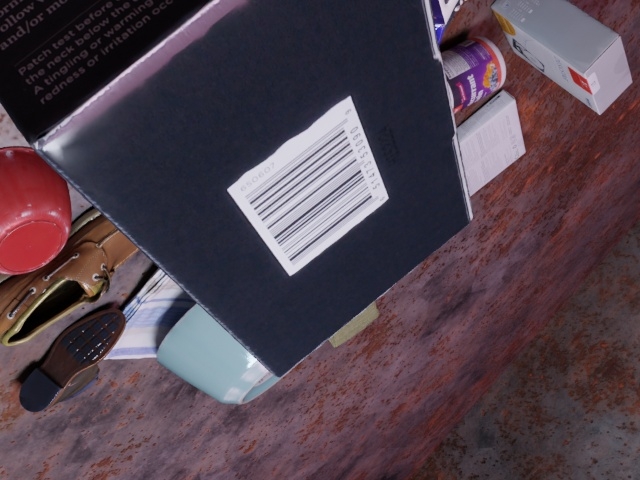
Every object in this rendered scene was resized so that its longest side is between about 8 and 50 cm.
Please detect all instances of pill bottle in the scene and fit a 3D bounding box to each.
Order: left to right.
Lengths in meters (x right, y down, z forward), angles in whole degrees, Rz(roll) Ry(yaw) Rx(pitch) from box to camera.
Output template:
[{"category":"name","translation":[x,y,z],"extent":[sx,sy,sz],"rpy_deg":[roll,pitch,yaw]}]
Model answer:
[{"category":"pill bottle","translation":[0.228,-0.282,1.422],"extent":[0.194,0.108,0.108],"rpy_deg":[-30,147,-19]}]

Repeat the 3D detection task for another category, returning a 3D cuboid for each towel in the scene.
[{"category":"towel","translation":[-0.253,0.114,1.419],"extent":[0.285,0.034,0.209],"rpy_deg":[-49,150,21]},{"category":"towel","translation":[0.077,0.195,1.925],"extent":[0.148,0.027,0.110],"rpy_deg":[-35,148,-10]}]

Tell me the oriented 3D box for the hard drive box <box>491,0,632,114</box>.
[{"category":"hard drive box","translation":[0.443,-0.360,1.449],"extent":[0.089,0.232,0.181],"rpy_deg":[-47,148,7]}]

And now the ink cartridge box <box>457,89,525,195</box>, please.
[{"category":"ink cartridge box","translation":[0.341,-0.189,1.728],"extent":[0.224,0.045,0.223],"rpy_deg":[-40,149,-2]}]

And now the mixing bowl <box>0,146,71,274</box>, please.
[{"category":"mixing bowl","translation":[-0.400,-0.021,1.042],"extent":[0.181,0.098,0.181],"rpy_deg":[-30,148,-21]}]

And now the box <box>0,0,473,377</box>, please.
[{"category":"box","translation":[-0.132,-0.184,0.776],"extent":[0.297,0.471,0.480],"rpy_deg":[-38,149,-5]}]

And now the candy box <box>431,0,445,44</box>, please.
[{"category":"candy box","translation":[0.069,-0.247,1.116],"extent":[0.122,0.268,0.317],"rpy_deg":[5,136,-7]}]

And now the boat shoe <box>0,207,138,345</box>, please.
[{"category":"boat shoe","translation":[-0.351,0.047,1.175],"extent":[0.307,0.104,0.110],"rpy_deg":[-36,149,-12]}]

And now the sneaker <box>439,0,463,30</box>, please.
[{"category":"sneaker","translation":[0.209,-0.400,1.268],"extent":[0.235,0.094,0.153],"rpy_deg":[-14,140,-39]}]

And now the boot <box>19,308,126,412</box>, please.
[{"category":"boot","translation":[-0.411,0.202,1.357],"extent":[0.219,0.082,0.106],"rpy_deg":[-43,171,-6]}]

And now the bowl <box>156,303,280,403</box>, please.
[{"category":"bowl","translation":[-0.129,0.184,1.464],"extent":[0.312,0.163,0.311],"rpy_deg":[-39,166,-12]}]
